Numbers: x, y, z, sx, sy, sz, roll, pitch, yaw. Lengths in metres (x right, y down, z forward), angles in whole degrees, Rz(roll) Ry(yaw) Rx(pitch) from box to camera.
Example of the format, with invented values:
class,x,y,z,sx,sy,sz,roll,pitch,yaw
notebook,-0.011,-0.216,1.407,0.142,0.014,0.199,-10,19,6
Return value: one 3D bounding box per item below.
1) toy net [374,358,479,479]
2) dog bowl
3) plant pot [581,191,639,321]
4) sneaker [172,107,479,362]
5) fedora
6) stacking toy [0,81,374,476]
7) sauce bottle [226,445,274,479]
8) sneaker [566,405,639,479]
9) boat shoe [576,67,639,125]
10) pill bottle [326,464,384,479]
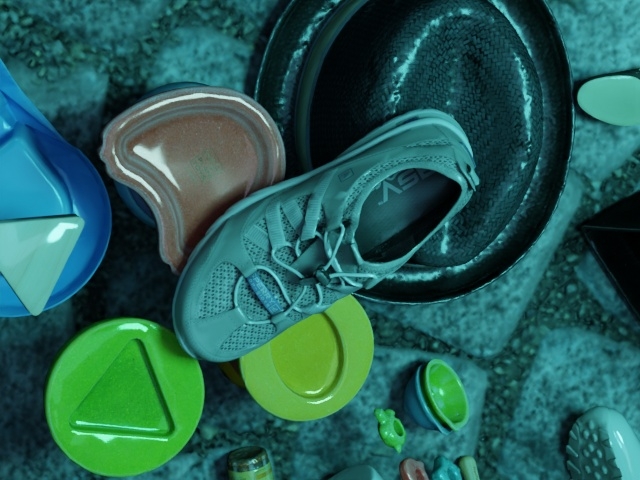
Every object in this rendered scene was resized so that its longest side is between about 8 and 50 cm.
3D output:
class,x,y,z,sx,sy,sz,roll,pitch,yaw
toy net,0.135,0.227,1.372,0.045,0.122,0.232,-28,98,27
dog bowl,-0.303,-0.074,1.266,0.166,0.074,0.297,-38,103,-2
plant pot,0.386,0.015,1.360,0.167,0.188,0.187,-39,104,-16
sneaker,0.000,0.000,1.162,0.281,0.115,0.105,-39,110,5
fedora,0.097,-0.096,1.294,0.334,0.152,0.334,-2,99,-10
stacking toy,-0.134,0.033,1.263,0.279,0.130,0.309,-26,106,-15
sauce bottle,-0.056,0.255,1.382,0.042,0.042,0.128,-13,103,-8
sneaker,0.312,0.254,1.435,0.095,0.090,0.235,-27,107,-18
boat shoe,0.297,-0.135,1.382,0.133,0.042,0.049,-1,120,-10
pill bottle,0.078,0.321,1.370,0.131,0.131,0.229,-40,104,-2
